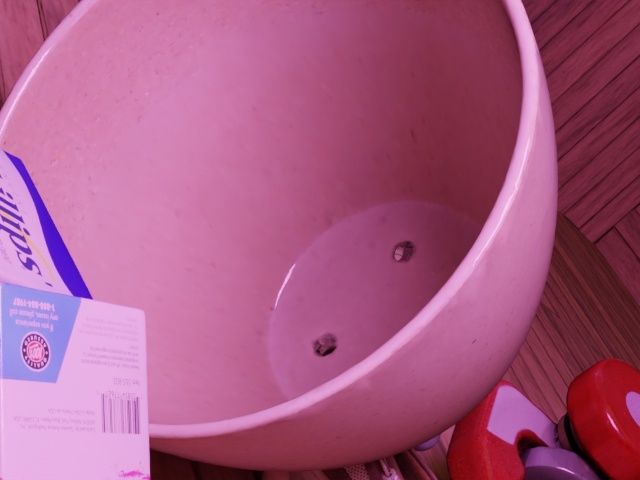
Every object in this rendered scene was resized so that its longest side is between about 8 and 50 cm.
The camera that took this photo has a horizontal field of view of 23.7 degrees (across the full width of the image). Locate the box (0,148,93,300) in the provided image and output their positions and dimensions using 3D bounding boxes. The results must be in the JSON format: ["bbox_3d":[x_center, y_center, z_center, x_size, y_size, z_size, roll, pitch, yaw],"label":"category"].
[{"bbox_3d":[-0.195,-0.003,0.749,0.137,0.072,0.126,31,21,-52],"label":"box"}]

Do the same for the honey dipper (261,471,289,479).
[{"bbox_3d":[0.008,0.196,0.917,0.030,0.030,0.161,29,18,-53],"label":"honey dipper"}]

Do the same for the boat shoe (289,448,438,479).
[{"bbox_3d":[0.082,0.202,0.978,0.257,0.095,0.095,47,13,1],"label":"boat shoe"}]

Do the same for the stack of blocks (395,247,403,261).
[{"bbox_3d":[-0.036,-0.007,1.240,0.171,0.087,0.297,53,14,22],"label":"stack of blocks"}]

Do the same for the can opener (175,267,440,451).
[{"bbox_3d":[-0.023,0.086,1.086,0.280,0.074,0.093,36,51,-34],"label":"can opener"}]

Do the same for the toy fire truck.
[{"bbox_3d":[0.213,0.254,1.152,0.302,0.169,0.254,43,32,-12],"label":"toy fire truck"}]

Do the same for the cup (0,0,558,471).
[{"bbox_3d":[0.000,0.000,0.888,0.331,0.331,0.237,57,5,37],"label":"cup"}]

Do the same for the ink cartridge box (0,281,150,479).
[{"bbox_3d":[-0.114,0.113,0.582,0.104,0.061,0.181,19,66,-64],"label":"ink cartridge box"}]
